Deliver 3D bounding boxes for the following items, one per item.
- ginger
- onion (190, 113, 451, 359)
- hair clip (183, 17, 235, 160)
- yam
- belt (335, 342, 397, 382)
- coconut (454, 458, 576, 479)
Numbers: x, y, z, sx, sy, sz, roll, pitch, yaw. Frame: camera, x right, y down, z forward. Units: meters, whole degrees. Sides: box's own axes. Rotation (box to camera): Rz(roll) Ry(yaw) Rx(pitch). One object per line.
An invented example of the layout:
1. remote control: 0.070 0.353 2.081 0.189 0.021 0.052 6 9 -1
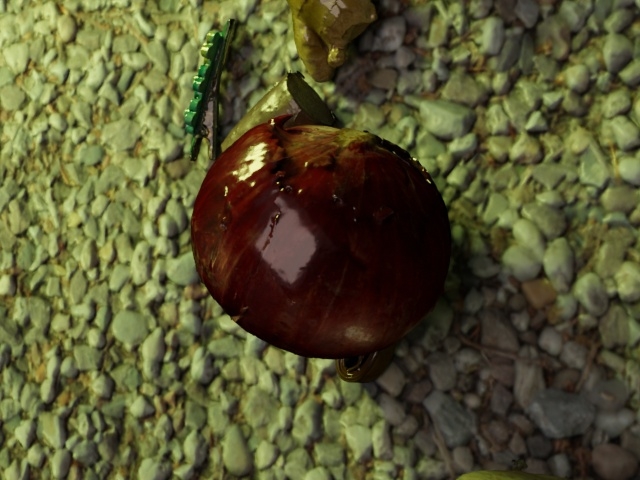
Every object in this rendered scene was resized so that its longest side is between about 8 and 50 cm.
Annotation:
1. ginger: -0.001 -0.286 1.899 0.115 0.081 0.205 -28 80 61
2. onion: 0.000 0.000 1.774 0.276 0.276 0.276 -2 87 32
3. hair clip: -0.133 -0.177 1.997 0.049 0.049 0.173 14 96 32
4. yam: -0.051 -0.121 1.924 0.127 0.084 0.084 -42 67 20
5. belt: 0.050 0.117 1.873 0.059 0.036 0.083 37 107 35
6. coconut: 0.226 0.419 1.544 0.404 0.404 0.405 -2 87 32
